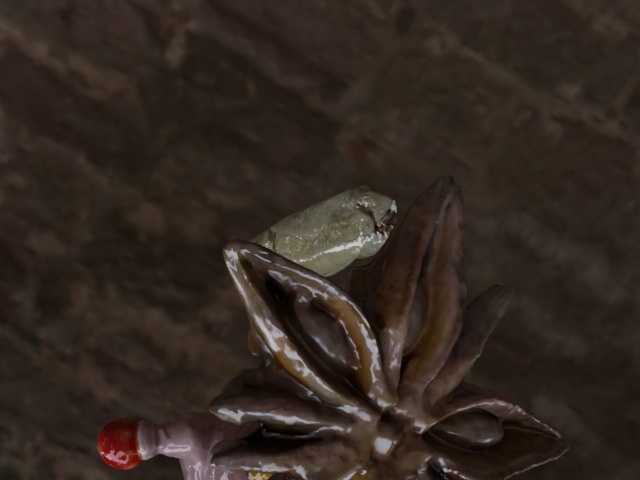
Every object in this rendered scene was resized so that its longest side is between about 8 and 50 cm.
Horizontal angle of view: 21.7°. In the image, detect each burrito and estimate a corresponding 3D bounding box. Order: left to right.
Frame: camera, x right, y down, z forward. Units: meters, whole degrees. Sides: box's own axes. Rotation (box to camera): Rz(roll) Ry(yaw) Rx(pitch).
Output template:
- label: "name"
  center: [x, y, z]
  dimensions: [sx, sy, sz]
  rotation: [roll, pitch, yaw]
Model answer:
- label: "burrito"
  center: [-0.001, 0.001, 1.335]
  dimensions: [0.045, 0.188, 0.058]
  rotation: [-41, -78, -44]

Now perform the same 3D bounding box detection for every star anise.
- label: "star anise"
  center: [0.028, 0.131, 1.150]
  dimensions: [0.350, 0.292, 0.109]
  rotation: [62, 169, -21]

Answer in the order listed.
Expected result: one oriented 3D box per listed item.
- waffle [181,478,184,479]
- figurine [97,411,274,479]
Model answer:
- label: "waffle"
  center: [-0.095, 0.330, 1.715]
  dimensions: [0.229, 0.057, 0.219]
  rotation: [32, -172, 19]
- label: "figurine"
  center: [-0.031, 0.199, 1.357]
  dimensions: [0.287, 0.176, 0.186]
  rotation: [-2, -172, 6]
